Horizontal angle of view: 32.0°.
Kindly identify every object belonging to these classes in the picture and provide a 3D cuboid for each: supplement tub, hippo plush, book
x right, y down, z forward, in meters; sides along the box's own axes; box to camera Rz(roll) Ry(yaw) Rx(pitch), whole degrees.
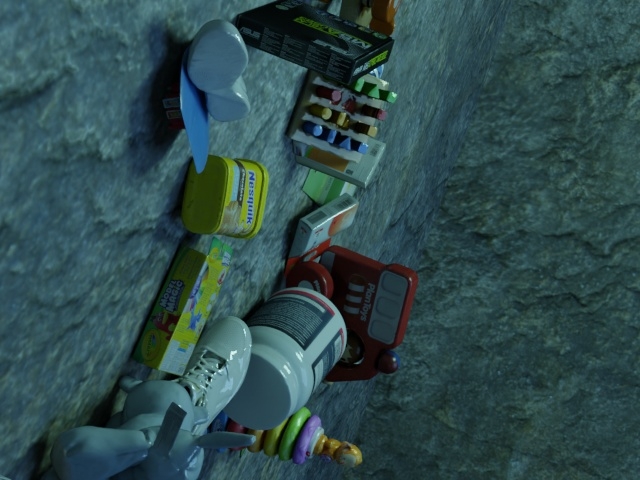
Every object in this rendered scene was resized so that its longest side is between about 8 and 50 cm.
[{"bbox_3d":[-0.078,0.225,2.159,0.272,0.191,0.191,-45,153,-58],"label":"supplement tub"},{"bbox_3d":[-0.274,0.288,1.612,0.294,0.234,0.236,-57,-159,18],"label":"hippo plush"},{"bbox_3d":[0.038,-0.167,2.109,0.035,0.144,0.096,83,32,-64],"label":"book"}]

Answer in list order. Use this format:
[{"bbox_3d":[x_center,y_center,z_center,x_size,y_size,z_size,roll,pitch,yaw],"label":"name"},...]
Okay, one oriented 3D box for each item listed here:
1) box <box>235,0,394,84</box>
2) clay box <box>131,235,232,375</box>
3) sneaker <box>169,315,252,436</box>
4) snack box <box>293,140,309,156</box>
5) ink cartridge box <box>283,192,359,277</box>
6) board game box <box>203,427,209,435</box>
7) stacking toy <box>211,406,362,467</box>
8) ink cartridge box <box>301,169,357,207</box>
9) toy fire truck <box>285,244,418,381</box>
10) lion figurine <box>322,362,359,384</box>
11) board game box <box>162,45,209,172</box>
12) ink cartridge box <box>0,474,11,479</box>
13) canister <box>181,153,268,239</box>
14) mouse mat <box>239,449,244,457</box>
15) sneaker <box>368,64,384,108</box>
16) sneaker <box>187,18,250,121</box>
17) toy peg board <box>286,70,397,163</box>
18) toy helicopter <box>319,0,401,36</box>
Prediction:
[{"bbox_3d":[-0.006,-0.299,1.654,0.184,0.190,0.045,-39,150,-62],"label":"box"},{"bbox_3d":[-0.212,0.098,1.754,0.127,0.053,0.222,49,63,-75],"label":"clay box"},{"bbox_3d":[-0.197,0.242,1.867,0.293,0.108,0.169,-62,177,-20],"label":"sneaker"},{"bbox_3d":[-0.004,-0.243,2.091,0.064,0.022,0.178,85,30,-60],"label":"snack box"},{"bbox_3d":[0.000,0.000,2.311,0.145,0.045,0.179,-31,149,-37],"label":"ink cartridge box"},{"bbox_3d":[-0.261,0.369,2.012,0.201,0.035,0.136,80,35,-65],"label":"board game box"},{"bbox_3d":[-0.056,0.389,2.254,0.166,0.301,0.175,-53,161,-48],"label":"stacking toy"},{"bbox_3d":[0.039,-0.149,2.334,0.235,0.056,0.171,42,70,-77],"label":"ink cartridge box"},{"bbox_3d":[0.061,0.166,2.334,0.169,0.254,0.302,-22,129,-57],"label":"toy fire truck"},{"bbox_3d":[0.003,0.206,2.621,0.240,0.142,0.392,-60,152,-2],"label":"lion figurine"},{"bbox_3d":[-0.181,-0.175,1.486,0.169,0.033,0.133,81,9,-47],"label":"board game box"},{"bbox_3d":[-0.425,0.322,1.279,0.135,0.056,0.099,-64,166,-14],"label":"ink cartridge box"},{"bbox_3d":[-0.145,-0.066,1.700,0.170,0.073,0.126,1,100,-73],"label":"canister"},{"bbox_3d":[-0.142,0.373,2.480,0.152,0.007,0.190,-60,167,-65],"label":"mouse mat"},{"bbox_3d":[0.097,-0.311,2.314,0.059,0.053,0.144,-53,151,-49],"label":"sneaker"},{"bbox_3d":[-0.138,-0.244,1.478,0.212,0.080,0.094,92,-11,-68],"label":"sneaker"},{"bbox_3d":[0.047,-0.231,2.003,0.161,0.079,0.161,18,95,-32],"label":"toy peg board"},{"bbox_3d":[0.113,-0.503,1.919,0.235,0.140,0.355,65,45,-74],"label":"toy helicopter"}]
